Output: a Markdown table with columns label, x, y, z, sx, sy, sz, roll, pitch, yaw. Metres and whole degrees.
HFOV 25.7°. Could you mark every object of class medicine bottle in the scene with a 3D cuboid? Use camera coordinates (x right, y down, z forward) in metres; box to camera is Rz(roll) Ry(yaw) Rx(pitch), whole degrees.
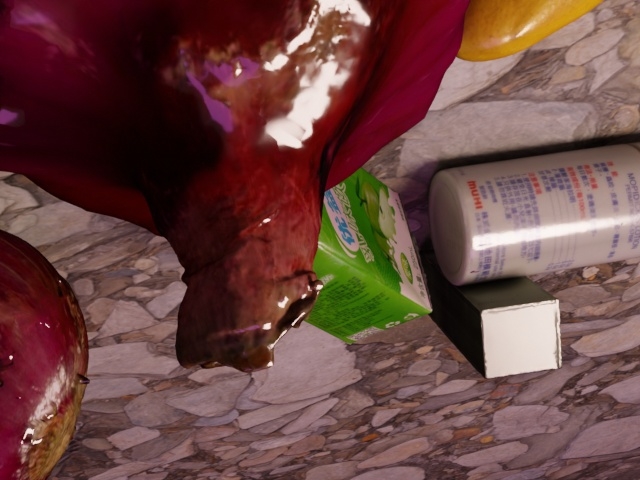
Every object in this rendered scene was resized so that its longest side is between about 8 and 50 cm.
| label | x | y | z | sx | sy | sz | roll | pitch | yaw |
| --- | --- | --- | --- | --- | --- | --- | --- | --- | --- |
| medicine bottle | 0.298 | -0.038 | 1.546 | 0.341 | 0.130 | 0.130 | -9 | 153 | -12 |

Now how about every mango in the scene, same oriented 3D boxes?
| label | x | y | z | sx | sy | sz | roll | pitch | yaw |
| --- | --- | --- | --- | --- | --- | --- | --- | --- | --- |
| mango | 0.159 | -0.219 | 1.069 | 0.219 | 0.145 | 0.112 | -49 | 139 | -22 |

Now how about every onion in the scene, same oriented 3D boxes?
| label | x | y | z | sx | sy | sz | roll | pitch | yaw |
| --- | --- | --- | --- | --- | --- | --- | --- | --- | --- |
| onion | -0.419 | 0.129 | 1.344 | 0.385 | 0.348 | 0.348 | 20 | 153 | 8 |
| onion | -0.061 | -0.114 | 0.898 | 0.398 | 0.420 | 0.398 | -15 | 146 | -11 |

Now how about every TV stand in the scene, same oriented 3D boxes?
| label | x | y | z | sx | sy | sz | roll | pitch | yaw |
| --- | --- | --- | --- | --- | --- | --- | --- | --- | --- |
| TV stand | 0.186 | 0.074 | 1.578 | 0.088 | 0.083 | 0.269 | -8 | -165 | -8 |

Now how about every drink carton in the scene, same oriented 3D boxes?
| label | x | y | z | sx | sy | sz | roll | pitch | yaw |
| --- | --- | --- | --- | --- | --- | --- | --- | --- | --- |
| drink carton | 0.000 | 0.000 | 1.425 | 0.108 | 0.161 | 0.271 | -26 | 151 | 21 |
